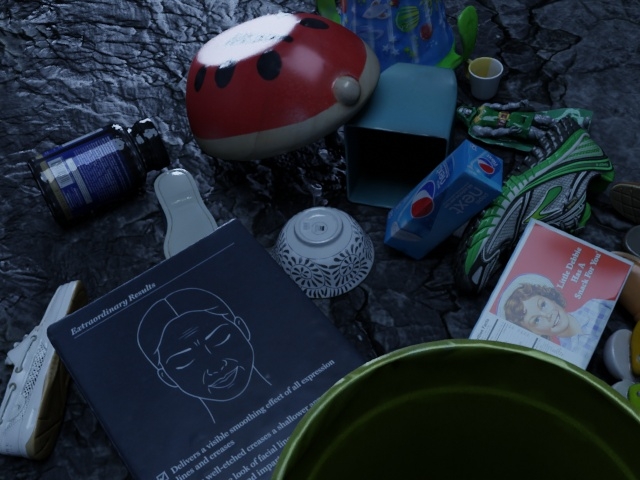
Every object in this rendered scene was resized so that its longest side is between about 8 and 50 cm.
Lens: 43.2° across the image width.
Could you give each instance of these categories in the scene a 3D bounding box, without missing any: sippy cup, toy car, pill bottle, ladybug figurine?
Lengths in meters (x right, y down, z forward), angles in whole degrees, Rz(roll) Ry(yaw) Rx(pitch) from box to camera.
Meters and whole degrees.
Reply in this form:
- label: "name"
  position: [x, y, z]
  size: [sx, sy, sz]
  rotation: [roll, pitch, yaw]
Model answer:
- label: "sippy cup"
  position: [0.134, -0.436, 1.516]
  size: [0.305, 0.224, 0.240]
  rotation: [-5, 48, 8]
- label: "toy car"
  position: [0.462, 0.186, 1.048]
  size: [0.136, 0.159, 0.182]
  rotation: [26, 59, -24]
- label: "pill bottle"
  position: [-0.379, -0.127, 1.396]
  size: [0.219, 0.123, 0.123]
  rotation: [-27, 53, -16]
- label: "ladybug figurine"
  position: [-0.085, -0.272, 1.356]
  size: [0.305, 0.162, 0.449]
  rotation: [-47, 31, -22]

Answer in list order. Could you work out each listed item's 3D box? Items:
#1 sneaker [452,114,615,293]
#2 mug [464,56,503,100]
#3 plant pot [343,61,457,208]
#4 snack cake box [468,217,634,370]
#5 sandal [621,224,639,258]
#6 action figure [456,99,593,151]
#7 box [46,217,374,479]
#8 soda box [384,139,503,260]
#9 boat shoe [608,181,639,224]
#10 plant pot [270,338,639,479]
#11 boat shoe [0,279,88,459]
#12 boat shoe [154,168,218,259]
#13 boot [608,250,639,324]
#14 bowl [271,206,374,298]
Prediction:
- label: "sneaker"
  position: [0.333, -0.042, 1.245]
  size: [0.146, 0.134, 0.343]
  rotation: [42, 74, 10]
- label: "mug"
  position: [0.304, -0.301, 1.503]
  size: [0.062, 0.064, 0.078]
  rotation: [-6, 50, 2]
- label: "plant pot"
  position: [0.151, -0.190, 1.373]
  size: [0.165, 0.166, 0.234]
  rotation: [9, 47, 13]
- label: "snack cake box"
  position: [0.295, 0.120, 1.090]
  size: [0.152, 0.089, 0.264]
  rotation: [26, 69, 19]
- label: "sandal"
  position: [0.568, 0.022, 1.211]
  size: [0.219, 0.060, 0.090]
  rotation: [25, 57, 24]
- label: "action figure"
  position: [0.349, -0.203, 1.424]
  size: [0.232, 0.063, 0.137]
  rotation: [12, 56, 20]
- label: "box"
  position: [-0.110, 0.216, 1.027]
  size: [0.293, 0.212, 0.395]
  rotation: [-31, 55, -18]
- label: "soda box"
  position: [0.182, -0.056, 1.220]
  size: [0.071, 0.210, 0.067]
  rotation: [26, 49, -17]
- label: "boat shoe"
  position: [0.548, -0.056, 1.281]
  size: [0.177, 0.064, 0.060]
  rotation: [16, 37, 14]
- label: "plant pot"
  position: [0.146, 0.348, 0.798]
  size: [0.366, 0.353, 0.367]
  rotation: [-3, 50, 3]
- label: "boat shoe"
  position: [-0.410, 0.175, 1.166]
  size: [0.096, 0.098, 0.277]
  rotation: [2, 52, 7]
- label: "boat shoe"
  position: [-0.214, -0.009, 1.310]
  size: [0.095, 0.079, 0.255]
  rotation: [-23, 49, -9]
- label: "boot"
  position: [0.456, 0.090, 1.164]
  size: [0.197, 0.073, 0.153]
  rotation: [-16, 66, 16]
- label: "bowl"
  position: [0.000, 0.000, 1.278]
  size: [0.170, 0.080, 0.170]
  rotation: [-3, 50, 3]
